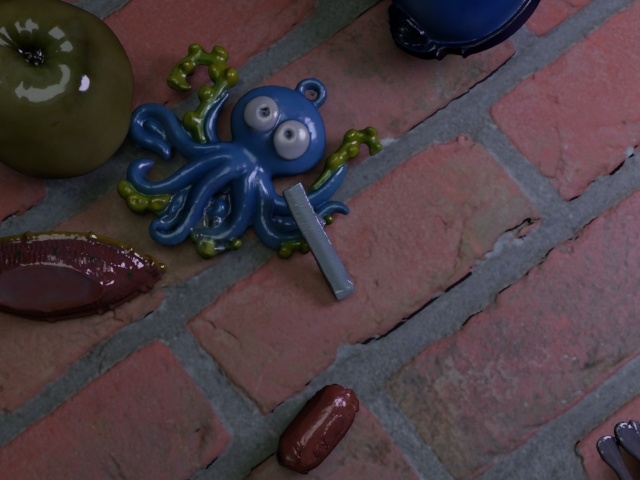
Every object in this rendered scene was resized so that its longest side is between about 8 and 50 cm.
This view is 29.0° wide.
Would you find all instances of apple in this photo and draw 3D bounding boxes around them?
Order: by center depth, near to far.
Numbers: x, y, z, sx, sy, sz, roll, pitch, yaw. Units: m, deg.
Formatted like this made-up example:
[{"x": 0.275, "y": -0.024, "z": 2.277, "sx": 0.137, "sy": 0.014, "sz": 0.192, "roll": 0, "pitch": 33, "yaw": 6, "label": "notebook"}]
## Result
[{"x": -0.387, "y": -0.220, "z": 1.757, "sx": 0.262, "sy": 0.262, "sz": 0.262, "roll": 0, "pitch": 73, "yaw": 0, "label": "apple"}]

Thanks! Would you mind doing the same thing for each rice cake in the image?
[{"x": 0.000, "y": 0.000, "z": 1.762, "sx": 0.042, "sy": 0.030, "sz": 0.180, "roll": -29, "pitch": 101, "yaw": -10, "label": "rice cake"}]

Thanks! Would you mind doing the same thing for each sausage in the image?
[{"x": -0.004, "y": 0.259, "z": 1.696, "sx": 0.076, "sy": 0.076, "sz": 0.141, "roll": 38, "pitch": 76, "yaw": 10, "label": "sausage"}]

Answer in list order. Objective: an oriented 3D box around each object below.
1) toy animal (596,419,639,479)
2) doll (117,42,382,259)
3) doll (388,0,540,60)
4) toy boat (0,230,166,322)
[{"x": 0.440, "y": 0.374, "z": 1.554, "sx": 0.225, "sy": 0.284, "sz": 0.302, "roll": -39, "pitch": 76, "yaw": -13, "label": "toy animal"}, {"x": -0.120, "y": -0.121, "z": 1.796, "sx": 0.346, "sy": 0.099, "sz": 0.341, "roll": 41, "pitch": 77, "yaw": 8, "label": "doll"}, {"x": 0.187, "y": -0.416, "z": 1.824, "sx": 0.284, "sy": 0.240, "sz": 0.310, "roll": -43, "pitch": 72, "yaw": 3, "label": "doll"}, {"x": -0.382, "y": 0.050, "z": 1.751, "sx": 0.318, "sy": 0.099, "sz": 0.141, "roll": 0, "pitch": 114, "yaw": 0, "label": "toy boat"}]
